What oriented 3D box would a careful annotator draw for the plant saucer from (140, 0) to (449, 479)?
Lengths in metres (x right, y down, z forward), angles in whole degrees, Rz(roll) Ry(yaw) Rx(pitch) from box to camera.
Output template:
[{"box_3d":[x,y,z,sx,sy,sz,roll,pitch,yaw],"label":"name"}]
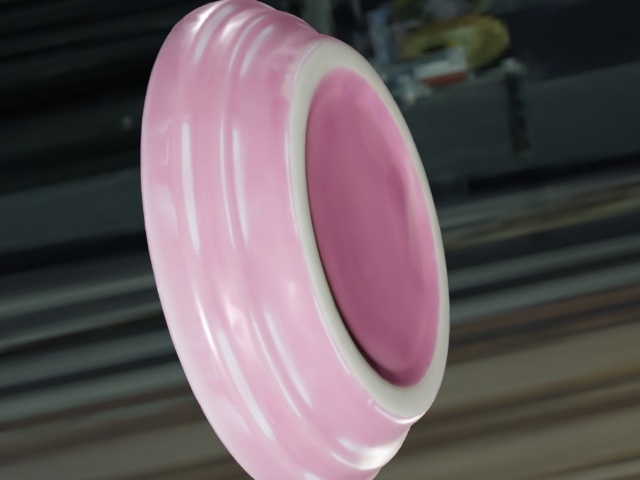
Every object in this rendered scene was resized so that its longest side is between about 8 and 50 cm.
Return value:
[{"box_3d":[0.000,0.000,1.209,0.332,0.084,0.332,45,38,-51],"label":"plant saucer"}]
